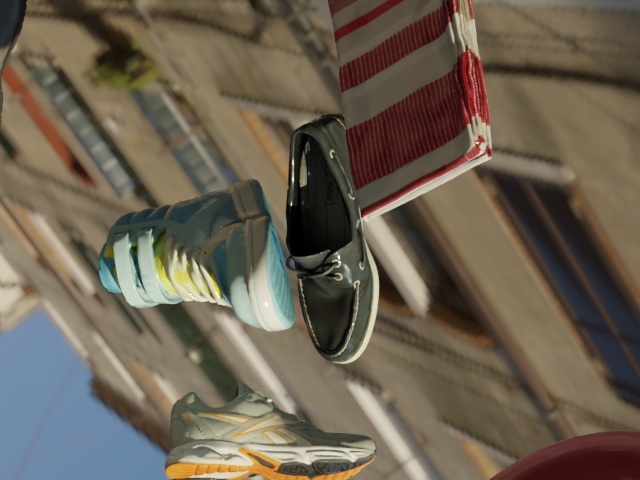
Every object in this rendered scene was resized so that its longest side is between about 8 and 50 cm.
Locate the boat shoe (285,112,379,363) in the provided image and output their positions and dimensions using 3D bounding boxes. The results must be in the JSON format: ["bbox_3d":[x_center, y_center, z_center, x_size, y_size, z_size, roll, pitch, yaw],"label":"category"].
[{"bbox_3d":[0.004,0.000,2.213,0.127,0.340,0.113,8,-172,33],"label":"boat shoe"}]

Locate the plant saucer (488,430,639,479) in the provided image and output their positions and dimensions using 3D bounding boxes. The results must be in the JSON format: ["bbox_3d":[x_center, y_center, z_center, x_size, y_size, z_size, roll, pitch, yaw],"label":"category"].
[{"bbox_3d":[0.192,0.302,1.268,0.332,0.084,0.332,-32,-149,22],"label":"plant saucer"}]

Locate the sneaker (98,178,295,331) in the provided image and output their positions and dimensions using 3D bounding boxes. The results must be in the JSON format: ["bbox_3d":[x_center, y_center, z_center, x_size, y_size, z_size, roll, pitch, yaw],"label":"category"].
[{"bbox_3d":[-0.143,0.038,1.828,0.208,0.127,0.319,-14,-163,-2],"label":"sneaker"}]

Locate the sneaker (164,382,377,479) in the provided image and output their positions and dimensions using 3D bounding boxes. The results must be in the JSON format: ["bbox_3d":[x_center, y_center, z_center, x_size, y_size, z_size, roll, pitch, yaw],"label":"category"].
[{"bbox_3d":[-0.059,0.229,2.006,0.099,0.262,0.121,122,-33,-58],"label":"sneaker"}]

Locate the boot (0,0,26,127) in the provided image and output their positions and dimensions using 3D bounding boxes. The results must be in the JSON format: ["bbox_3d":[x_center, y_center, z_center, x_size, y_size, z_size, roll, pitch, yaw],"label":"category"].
[{"bbox_3d":[-0.436,-0.216,1.915,0.118,0.338,0.223,8,-162,10],"label":"boot"}]

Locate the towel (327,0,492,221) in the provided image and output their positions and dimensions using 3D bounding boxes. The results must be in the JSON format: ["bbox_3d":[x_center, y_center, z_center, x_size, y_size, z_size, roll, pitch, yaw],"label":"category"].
[{"bbox_3d":[0.094,-0.213,1.943,0.237,0.037,0.329,-28,-117,49],"label":"towel"}]
